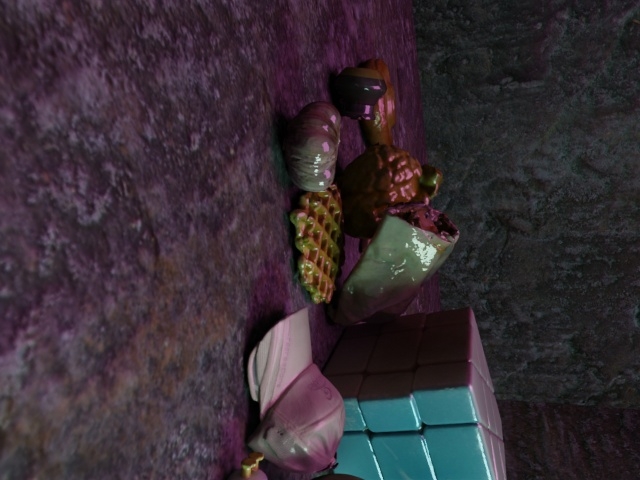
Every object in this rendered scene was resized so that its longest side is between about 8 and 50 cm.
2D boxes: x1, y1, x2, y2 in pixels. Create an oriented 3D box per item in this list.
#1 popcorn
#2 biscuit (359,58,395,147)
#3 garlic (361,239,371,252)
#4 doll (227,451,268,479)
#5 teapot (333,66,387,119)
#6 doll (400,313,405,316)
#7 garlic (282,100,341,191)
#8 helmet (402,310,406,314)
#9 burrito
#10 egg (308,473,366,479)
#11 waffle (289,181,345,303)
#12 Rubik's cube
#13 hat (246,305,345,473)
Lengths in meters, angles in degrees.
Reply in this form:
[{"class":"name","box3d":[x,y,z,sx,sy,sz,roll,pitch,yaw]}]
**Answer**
[{"class":"popcorn","box3d":[0.155,-0.107,1.084,0.206,0.251,0.237,-36,125,-63]},{"class":"biscuit","box3d":[0.176,-0.414,1.410,0.213,0.091,0.274,-19,108,-71]},{"class":"garlic","box3d":[0.135,0.007,1.323,0.053,0.041,0.083,44,37,-44]},{"class":"doll","box3d":[-0.098,0.359,0.618,0.099,0.057,0.143,17,77,-70]},{"class":"teapot","box3d":[0.090,-0.360,1.149,0.166,0.130,0.119,-125,-140,-67]},{"class":"doll","box3d":[0.235,0.312,1.422,0.155,0.113,0.275,-34,127,-26]},{"class":"garlic","box3d":[-0.017,-0.169,0.838,0.147,0.102,0.159,-44,142,-81]},{"class":"helmet","box3d":[0.229,0.187,1.496,0.070,0.098,0.123,127,-28,-72]},{"class":"burrito","box3d":[0.151,0.077,0.990,0.190,0.135,0.332,-21,145,-48]},{"class":"egg","box3d":[0.031,0.487,0.718,0.295,0.218,0.218,78,20,-50]},{"class":"waffle","box3d":[0.000,0.000,0.943,0.243,0.058,0.238,-54,141,-56]},{"class":"Rubik's cube","box3d":[0.203,0.366,0.999,0.319,0.315,0.322,-45,120,-64]},{"class":"hat","box3d":[-0.014,0.229,0.750,0.219,0.164,0.226,-7,116,-71]}]
